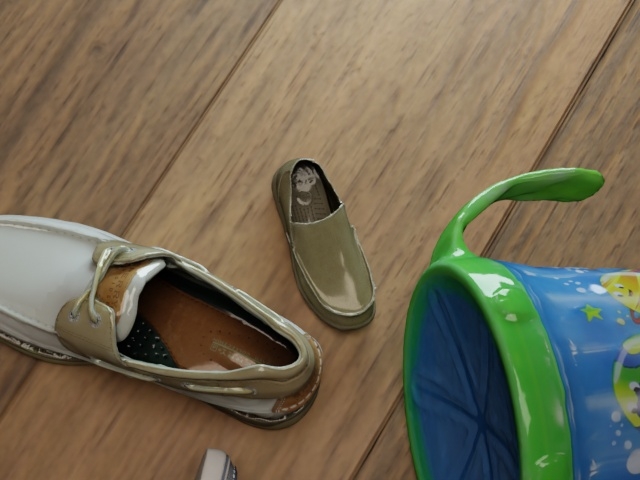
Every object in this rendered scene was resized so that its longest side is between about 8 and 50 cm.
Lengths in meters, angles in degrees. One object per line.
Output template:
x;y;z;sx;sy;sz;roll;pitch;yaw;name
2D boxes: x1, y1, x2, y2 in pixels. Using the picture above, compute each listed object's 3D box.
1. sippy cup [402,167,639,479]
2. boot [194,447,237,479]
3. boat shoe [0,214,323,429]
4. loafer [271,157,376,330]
0.200;0.115;1.235;0.224;0.240;0.305;-7;109;-17;sippy cup
-0.061;0.248;1.251;0.086;0.069;0.190;11;77;-8;boot
-0.140;0.045;1.293;0.302;0.103;0.113;18;70;4;boat shoe
0.000;0.000;1.344;0.056;0.050;0.148;-23;73;-10;loafer
